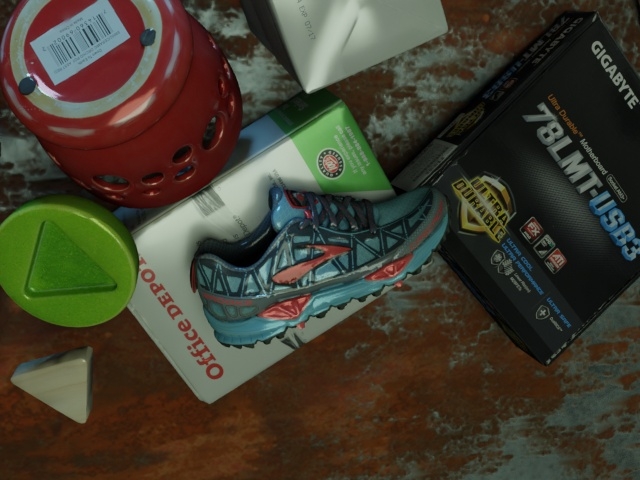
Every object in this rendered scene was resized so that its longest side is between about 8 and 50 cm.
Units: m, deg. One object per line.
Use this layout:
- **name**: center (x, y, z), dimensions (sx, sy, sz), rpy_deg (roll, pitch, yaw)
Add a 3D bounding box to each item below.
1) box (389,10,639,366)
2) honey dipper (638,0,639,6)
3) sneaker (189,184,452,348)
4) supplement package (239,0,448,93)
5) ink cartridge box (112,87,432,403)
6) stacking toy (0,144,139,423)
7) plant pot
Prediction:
- **box**: center (0.271, -0.054, 1.058), dimensions (0.293, 0.073, 0.295), rpy_deg (-43, 115, -2)
- **honey dipper**: center (0.371, -0.253, 1.047), dimensions (0.030, 0.030, 0.161), rpy_deg (-27, 116, -3)
- **sneaker**: center (0.000, 0.000, 0.873), dimensions (0.262, 0.104, 0.125), rpy_deg (-27, 112, -5)
- **supplement package**: center (-0.005, -0.249, 0.832), dimensions (0.134, 0.244, 0.139), rpy_deg (-24, 119, -4)
- **ink cartridge box**: center (-0.062, 0.001, 0.980), dimensions (0.289, 0.121, 0.211), rpy_deg (-32, 114, -2)
- **stacking toy**: center (-0.314, 0.017, 0.899), dimensions (0.279, 0.130, 0.309), rpy_deg (18, 122, -6)
- **plant pot**: center (-0.179, -0.138, 0.831), dimensions (0.191, 0.174, 0.191), rpy_deg (-1, 78, 7)
